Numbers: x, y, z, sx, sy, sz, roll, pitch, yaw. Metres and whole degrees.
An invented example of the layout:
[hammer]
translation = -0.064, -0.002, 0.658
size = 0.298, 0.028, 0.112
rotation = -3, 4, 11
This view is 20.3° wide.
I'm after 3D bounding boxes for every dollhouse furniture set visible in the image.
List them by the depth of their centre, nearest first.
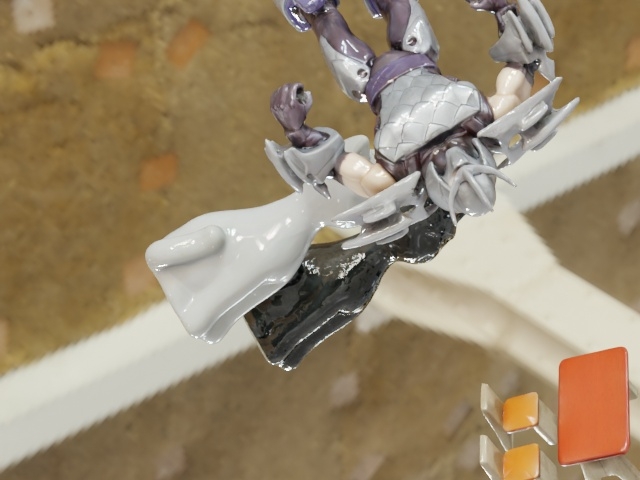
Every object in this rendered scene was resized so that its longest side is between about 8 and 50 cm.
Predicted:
[dollhouse furniture set]
translation = 0.298, 0.222, 1.946
size = 0.135, 0.262, 0.259
rotation = 55, -151, -38

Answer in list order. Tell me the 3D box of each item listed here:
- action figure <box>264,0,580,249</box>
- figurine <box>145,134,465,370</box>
[action figure]
translation = 0.041, -0.110, 1.104
size = 0.185, 0.285, 0.099
rotation = -25, -40, -5
[figurine]
translation = 0.000, 0.000, 1.409
size = 0.209, 0.092, 0.215
rotation = -34, -25, 16
